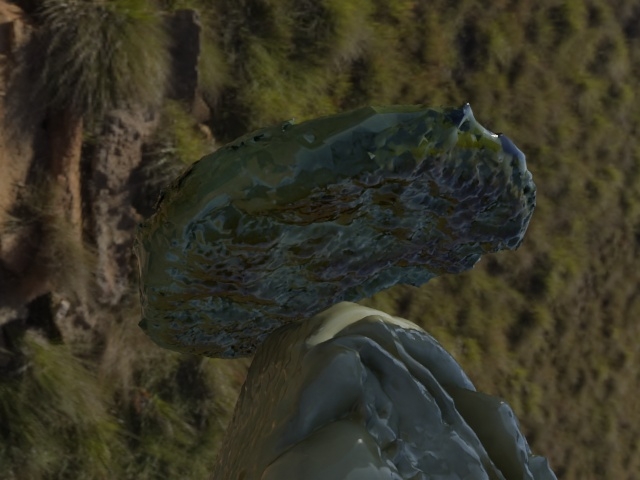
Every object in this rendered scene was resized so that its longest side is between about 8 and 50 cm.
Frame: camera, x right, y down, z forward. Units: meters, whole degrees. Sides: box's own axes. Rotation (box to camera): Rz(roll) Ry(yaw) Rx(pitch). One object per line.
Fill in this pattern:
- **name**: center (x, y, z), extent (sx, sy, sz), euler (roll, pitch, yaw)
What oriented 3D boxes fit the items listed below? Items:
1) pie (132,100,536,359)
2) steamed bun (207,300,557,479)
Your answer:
- **pie**: center (0.000, 0.000, 0.657), extent (0.296, 0.371, 0.078), euler (51, 21, -60)
- **steamed bun**: center (0.029, 0.190, 0.466), extent (0.289, 0.203, 0.276), euler (-135, -112, -82)
